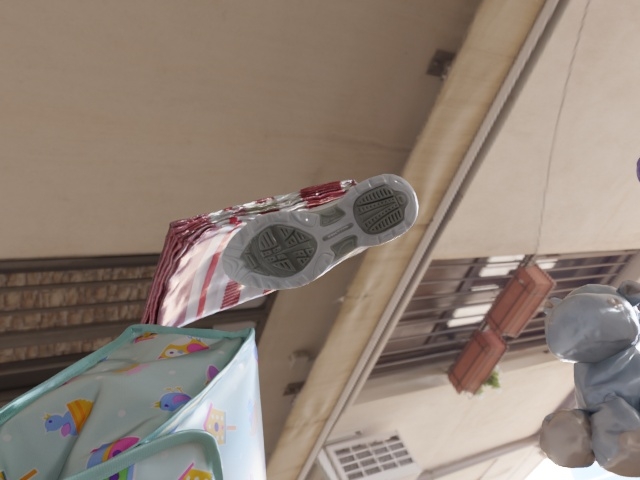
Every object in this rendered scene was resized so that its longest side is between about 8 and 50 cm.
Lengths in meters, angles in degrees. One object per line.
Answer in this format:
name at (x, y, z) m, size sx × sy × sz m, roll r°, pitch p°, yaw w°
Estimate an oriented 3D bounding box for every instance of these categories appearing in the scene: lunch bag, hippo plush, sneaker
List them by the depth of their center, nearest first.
lunch bag at (-0.132, 0.203, 0.407) m, size 0.262 × 0.160 × 0.224 m, roll -49°, pitch 138°, yaw -74°
sneaker at (0.000, 0.000, 0.681) m, size 0.115 × 0.232 × 0.090 m, roll 95°, pitch -23°, yaw -85°
hippo plush at (0.436, 0.175, 0.808) m, size 0.234 × 0.294 × 0.237 m, roll -11°, pitch -98°, yaw 37°

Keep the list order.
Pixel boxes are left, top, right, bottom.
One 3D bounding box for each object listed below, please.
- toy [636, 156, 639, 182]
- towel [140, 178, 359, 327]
toy at (0.298, -0.059, 0.463) m, size 0.056 × 0.237 × 0.137 m, roll -17°, pitch -94°, yaw 10°
towel at (-0.096, 0.027, 0.845) m, size 0.037 × 0.329 × 0.237 m, roll 51°, pitch -45°, yaw 22°
